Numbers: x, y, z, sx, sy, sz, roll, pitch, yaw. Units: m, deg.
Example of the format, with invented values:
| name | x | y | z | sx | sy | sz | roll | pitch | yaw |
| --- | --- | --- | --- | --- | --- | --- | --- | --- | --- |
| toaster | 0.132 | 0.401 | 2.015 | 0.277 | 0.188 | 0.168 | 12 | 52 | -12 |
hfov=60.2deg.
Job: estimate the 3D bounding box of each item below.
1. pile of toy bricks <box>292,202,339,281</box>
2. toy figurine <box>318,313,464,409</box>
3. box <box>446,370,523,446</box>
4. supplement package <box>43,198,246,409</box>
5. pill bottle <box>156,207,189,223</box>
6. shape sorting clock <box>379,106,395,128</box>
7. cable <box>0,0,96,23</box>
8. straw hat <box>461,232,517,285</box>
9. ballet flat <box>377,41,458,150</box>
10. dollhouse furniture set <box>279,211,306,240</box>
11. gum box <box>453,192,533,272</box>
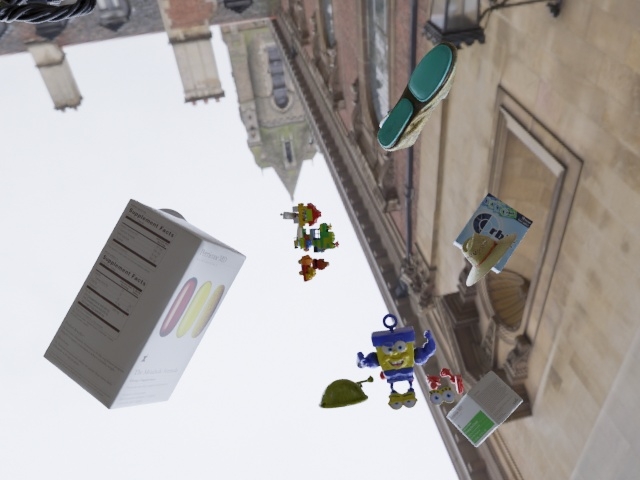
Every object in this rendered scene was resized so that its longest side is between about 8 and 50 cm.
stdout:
| name | x | y | z | sx | sy | sz | roll | pitch | yaw |
| --- | --- | --- | --- | --- | --- | --- | --- | --- | --- |
| pile of toy bricks | 0.000 | 0.000 | 1.476 | 0.105 | 0.212 | 0.118 | 1 | -169 | 31 |
| toy figurine | 0.161 | 0.286 | 1.392 | 0.363 | 0.217 | 0.191 | -9 | -171 | 8 |
| box | 0.339 | 0.347 | 1.142 | 0.102 | 0.101 | 0.087 | -23 | -122 | -39 |
| supplement package | -0.237 | 0.088 | 0.770 | 0.134 | 0.139 | 0.244 | 28 | -91 | 21 |
| pill bottle | -0.406 | 0.002 | 1.521 | 0.131 | 0.245 | 0.130 | 1 | -102 | -3 |
| shape sorting clock | 0.308 | -0.467 | 2.015 | 0.206 | 0.206 | 0.040 | -28 | -96 | -23 |
| cable | -0.489 | -0.422 | 0.972 | 0.185 | 0.047 | 0.150 | 2 | -142 | 5 |
| straw hat | 0.312 | 0.017 | 1.081 | 0.061 | 0.144 | 0.144 | 42 | -126 | 4 |
| ballet flat | 0.284 | -0.389 | 1.527 | 0.123 | 0.348 | 0.123 | 20 | -140 | -18 |
| dollhouse furniture set | -0.091 | -0.038 | 1.759 | 0.081 | 0.114 | 0.091 | 3 | -160 | -10 |
| gum box | 0.511 | -0.023 | 1.635 | 0.157 | 0.041 | 0.184 | 34 | -99 | 7 |
